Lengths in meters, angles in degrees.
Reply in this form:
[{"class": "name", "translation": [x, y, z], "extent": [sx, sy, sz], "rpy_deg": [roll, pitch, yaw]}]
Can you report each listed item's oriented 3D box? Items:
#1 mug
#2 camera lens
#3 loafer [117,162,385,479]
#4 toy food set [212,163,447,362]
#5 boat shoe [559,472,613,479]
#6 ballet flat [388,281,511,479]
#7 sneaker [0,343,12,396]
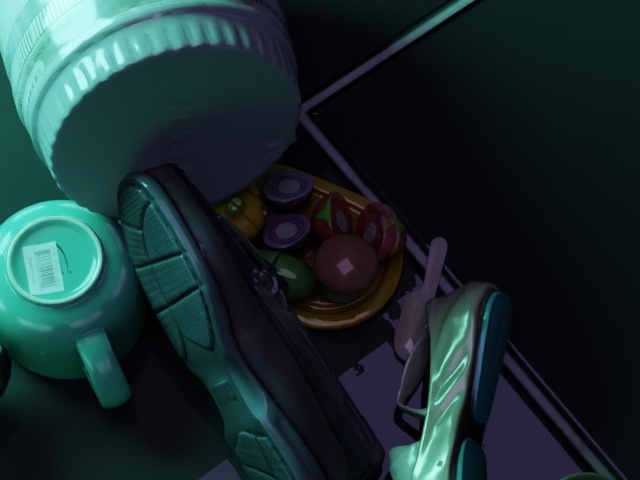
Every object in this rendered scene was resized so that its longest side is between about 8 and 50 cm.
[{"class": "mug", "translation": [-0.192, 0.040, 1.287], "extent": [0.157, 0.097, 0.129], "rpy_deg": [28, 68, 11]}, {"class": "camera lens", "translation": [-0.149, -0.182, 1.300], "extent": [0.219, 0.219, 0.274], "rpy_deg": [-16, 56, -8]}, {"class": "loafer", "translation": [-0.052, 0.071, 1.251], "extent": [0.095, 0.109, 0.303], "rpy_deg": [-30, 95, -30]}, {"class": "toy food set", "translation": [0.000, 0.000, 1.325], "extent": [0.217, 0.071, 0.128], "rpy_deg": [21, 68, 7]}, {"class": "boat shoe", "translation": [0.226, 0.323, 1.175], "extent": [0.110, 0.104, 0.307], "rpy_deg": [-7, 65, -14]}, {"class": "ballet flat", "translation": [0.095, 0.149, 1.267], "extent": [0.086, 0.086, 0.248], "rpy_deg": [10, 65, 3]}, {"class": "sneaker", "translation": [-0.370, 0.125, 1.248], "extent": [0.271, 0.100, 0.108], "rpy_deg": [-19, 63, -9]}]
